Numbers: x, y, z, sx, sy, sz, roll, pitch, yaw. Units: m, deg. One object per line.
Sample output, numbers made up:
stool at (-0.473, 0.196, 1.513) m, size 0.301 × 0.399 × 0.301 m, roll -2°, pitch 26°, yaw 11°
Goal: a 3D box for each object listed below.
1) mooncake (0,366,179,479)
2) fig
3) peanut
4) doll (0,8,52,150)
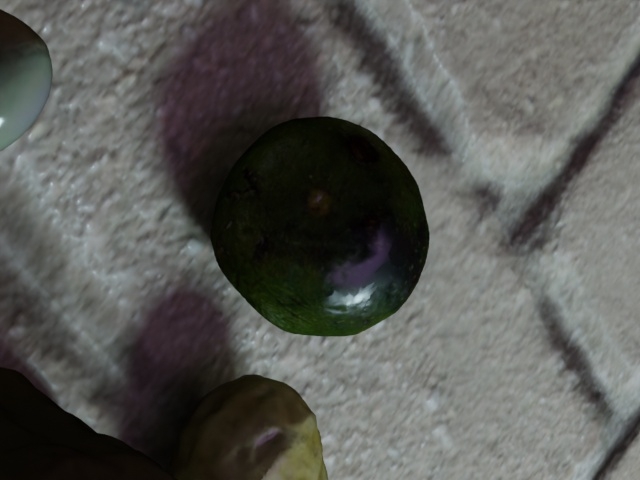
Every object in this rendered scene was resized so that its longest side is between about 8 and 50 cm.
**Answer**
mooncake at (-0.180, 0.232, 0.977) m, size 0.324 × 0.187 × 0.324 m, roll -23°, pitch 123°, yaw -40°
fig at (0.000, 0.000, 1.127) m, size 0.123 × 0.123 × 0.156 m, roll -53°, pitch 175°, yaw -13°
peanut at (-0.054, 0.188, 1.151) m, size 0.103 × 0.098 × 0.229 m, roll 12°, pitch 104°, yaw -16°
doll at (-0.266, -0.081, 0.756) m, size 0.330 × 0.235 × 0.174 m, roll -6°, pitch 69°, yaw -52°
